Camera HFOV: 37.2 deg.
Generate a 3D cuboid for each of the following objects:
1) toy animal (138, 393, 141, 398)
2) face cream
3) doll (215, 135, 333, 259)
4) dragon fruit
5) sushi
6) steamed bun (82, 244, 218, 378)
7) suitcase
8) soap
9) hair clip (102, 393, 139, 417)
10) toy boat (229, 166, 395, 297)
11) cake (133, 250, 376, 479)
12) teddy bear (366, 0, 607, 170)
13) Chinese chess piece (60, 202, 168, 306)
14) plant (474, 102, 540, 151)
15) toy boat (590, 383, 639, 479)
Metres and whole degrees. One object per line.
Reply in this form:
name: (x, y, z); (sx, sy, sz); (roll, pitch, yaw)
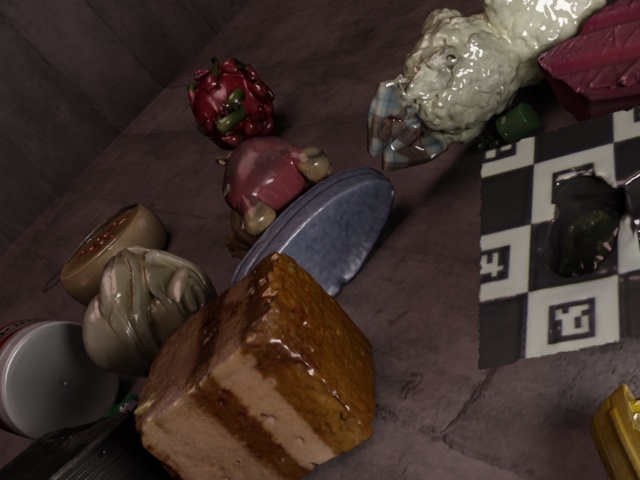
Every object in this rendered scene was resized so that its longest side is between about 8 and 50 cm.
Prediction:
toy animal: (-0.134, 0.176, 1.297); (0.236, 0.108, 0.138); (-41, -7, -8)
face cream: (-0.464, 0.232, 1.595); (0.187, 0.201, 0.201); (-5, 43, 55)
doll: (-0.064, -0.057, 1.480); (0.196, 0.152, 0.256); (-14, -18, -4)
dragon fruit: (-0.179, -0.281, 2.053); (0.273, 0.198, 0.218); (50, 138, 46)
sushi: (0.342, -0.006, 0.903); (0.373, 0.100, 0.296); (-16, 42, 27)
steamed bun: (-0.242, 0.111, 1.469); (0.144, 0.218, 0.211); (-15, 62, 46)
suitcase: (-0.360, 0.374, 1.176); (0.230, 0.152, 0.335); (-20, 14, 40)
soap: (0.386, -0.211, 1.139); (0.182, 0.112, 0.289); (-52, 25, -23)
hair clip: (-0.345, 0.313, 1.481); (0.195, 0.052, 0.124); (-48, 18, -31)
toy boat: (0.000, 0.000, 1.362); (0.283, 0.127, 0.078); (-46, 24, -13)
cake: (-0.097, 0.180, 1.128); (0.293, 0.199, 0.196); (-35, 27, 20)
teddy bear: (0.218, -0.322, 1.358); (0.362, 0.327, 0.375); (-15, 66, 14)
Chinese chess piece: (-0.441, 0.032, 2.031); (0.250, 0.103, 0.249); (-35, 22, 17)
plant: (0.255, -0.147, 1.320); (0.102, 0.051, 0.051); (-38, 20, 44)
toy boat: (0.267, 0.185, 0.713); (0.088, 0.068, 0.226); (-31, 23, 14)
